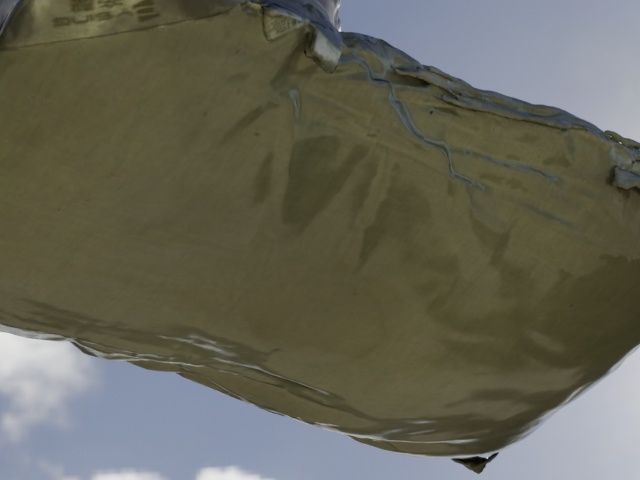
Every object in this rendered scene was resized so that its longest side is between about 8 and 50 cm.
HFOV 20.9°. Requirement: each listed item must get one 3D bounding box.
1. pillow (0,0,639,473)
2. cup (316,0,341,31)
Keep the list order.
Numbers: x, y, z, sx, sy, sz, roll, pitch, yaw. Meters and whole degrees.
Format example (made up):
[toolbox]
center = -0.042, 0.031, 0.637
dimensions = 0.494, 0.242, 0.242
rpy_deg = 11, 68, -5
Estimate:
[pillow]
center = 0.000, 0.000, 0.463
dimensions = 0.230, 0.050, 0.148
rpy_deg = 21, -45, -30
[cup]
center = -0.125, -0.156, 1.132
dimensions = 0.301, 0.257, 0.227
rpy_deg = -21, -30, 24
